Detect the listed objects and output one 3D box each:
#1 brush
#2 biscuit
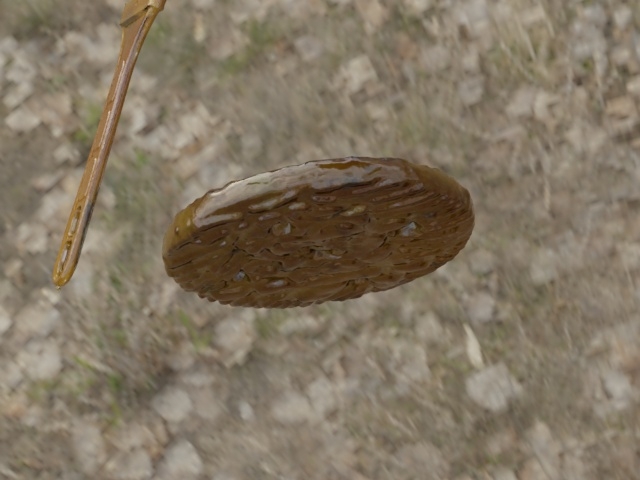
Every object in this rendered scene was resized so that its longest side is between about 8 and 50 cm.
[{"bbox_3d":[-0.162,-0.110,1.416,0.017,0.090,0.314,20,78,-20],"label":"brush"},{"bbox_3d":[0.000,0.001,1.053,0.188,0.188,0.027,-13,66,11],"label":"biscuit"}]
